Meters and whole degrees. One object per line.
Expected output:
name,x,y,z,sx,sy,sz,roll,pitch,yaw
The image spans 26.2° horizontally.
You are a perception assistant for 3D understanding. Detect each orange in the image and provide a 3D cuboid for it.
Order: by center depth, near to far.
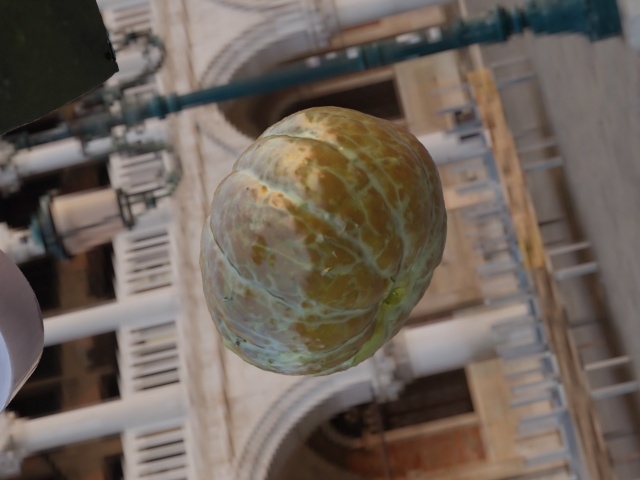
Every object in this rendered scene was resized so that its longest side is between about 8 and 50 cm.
orange,0.000,0.000,1.601,0.329,0.249,0.329,-43,-32,-36

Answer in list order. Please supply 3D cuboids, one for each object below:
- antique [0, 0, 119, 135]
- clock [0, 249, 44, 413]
antique,-0.165,-0.072,0.408,0.080,0.221,0.081,-34,-62,-37
clock,-0.350,0.077,1.230,0.068,0.197,0.197,-60,-40,-56
